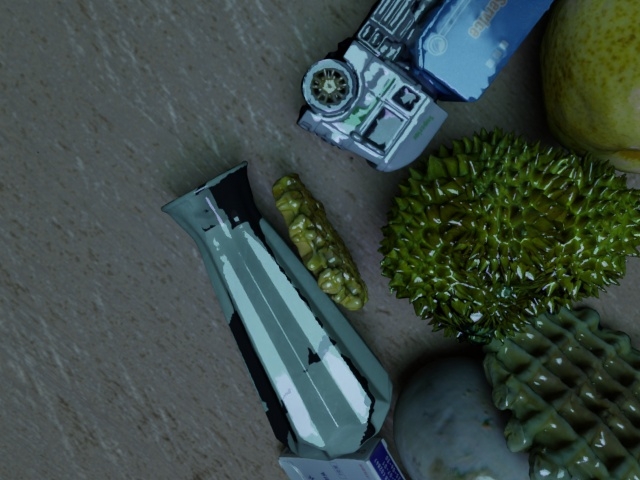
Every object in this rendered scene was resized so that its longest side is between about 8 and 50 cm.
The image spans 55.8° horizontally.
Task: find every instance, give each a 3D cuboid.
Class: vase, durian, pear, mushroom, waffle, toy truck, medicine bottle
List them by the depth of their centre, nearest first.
[{"bbox_3d":[0.361,-0.204,0.649,0.271,0.271,0.271,-1,104,-5],"label":"pear"},{"bbox_3d":[0.124,-0.247,0.666,0.175,0.146,0.367,36,100,-9],"label":"toy truck"},{"bbox_3d":[0.198,-0.009,0.682,0.291,0.291,0.224,-19,62,-1],"label":"durian"},{"bbox_3d":[0.001,0.003,0.709,0.038,0.191,0.191,-31,105,7],"label":"waffle"},{"bbox_3d":[0.332,0.194,0.734,0.292,0.309,0.056,17,128,-13],"label":"waffle"},{"bbox_3d":[-0.051,0.088,0.736,0.165,0.165,0.360,-29,101,2],"label":"vase"},{"bbox_3d":[0.200,0.282,0.786,0.244,0.243,0.243,-1,104,-5],"label":"mushroom"},{"bbox_3d":[0.055,0.354,0.822,0.171,0.052,0.201,-15,111,41],"label":"medicine bottle"}]
